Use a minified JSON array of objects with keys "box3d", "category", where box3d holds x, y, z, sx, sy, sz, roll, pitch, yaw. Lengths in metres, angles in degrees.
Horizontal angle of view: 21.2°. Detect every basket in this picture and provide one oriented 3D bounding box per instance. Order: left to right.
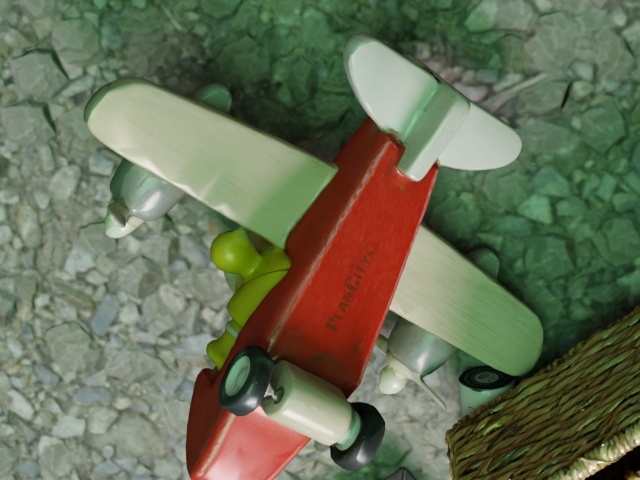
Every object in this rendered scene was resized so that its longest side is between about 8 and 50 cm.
[{"box3d":[0.282,0.220,1.535,0.299,0.223,0.213,-35,106,13],"category":"basket"}]

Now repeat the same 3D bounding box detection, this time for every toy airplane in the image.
[{"box3d":[0.000,0.000,1.538,0.384,0.272,0.386,-21,101,-25],"category":"toy airplane"}]

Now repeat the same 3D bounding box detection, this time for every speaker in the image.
[{"box3d":[0.165,0.195,1.676,0.055,0.055,0.136,-2,111,8],"category":"speaker"}]

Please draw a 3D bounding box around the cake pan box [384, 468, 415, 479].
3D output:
[{"box3d":[0.066,0.393,1.760,0.267,0.070,0.246,-38,104,19],"category":"cake pan box"}]
